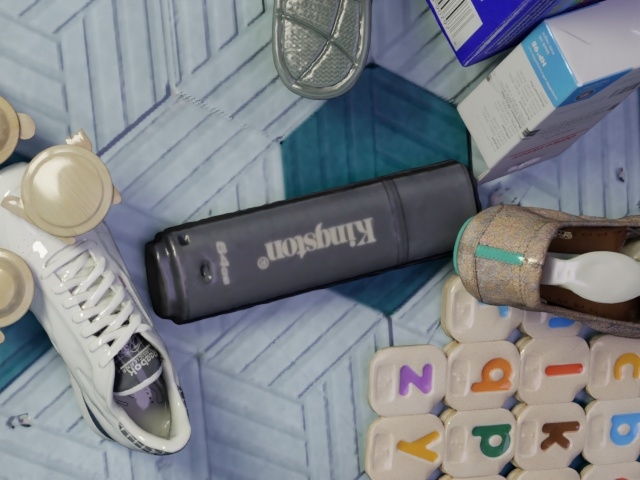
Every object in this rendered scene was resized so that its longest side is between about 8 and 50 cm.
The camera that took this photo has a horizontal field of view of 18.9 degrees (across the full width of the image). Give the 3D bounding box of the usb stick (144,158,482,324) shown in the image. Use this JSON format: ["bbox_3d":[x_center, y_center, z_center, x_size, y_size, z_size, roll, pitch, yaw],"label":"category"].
[{"bbox_3d":[0.000,0.000,1.463,0.278,0.045,0.077,-14,106,-24],"label":"usb stick"}]

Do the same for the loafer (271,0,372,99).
[{"bbox_3d":[0.011,-0.236,1.419,0.096,0.084,0.267,10,91,3],"label":"loafer"}]

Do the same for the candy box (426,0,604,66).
[{"bbox_3d":[0.252,-0.271,1.407,0.317,0.268,0.122,-23,83,-22],"label":"candy box"}]

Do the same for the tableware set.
[{"bbox_3d":[-0.231,-0.023,1.315,0.141,0.020,0.169,41,89,2],"label":"tableware set"}]

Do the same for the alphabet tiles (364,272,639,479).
[{"bbox_3d":[0.157,0.163,1.590,0.278,0.021,0.284,-3,101,-27],"label":"alphabet tiles"}]

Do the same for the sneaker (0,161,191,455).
[{"bbox_3d":[-0.159,0.048,1.362,0.090,0.095,0.235,-34,109,-14],"label":"sneaker"}]

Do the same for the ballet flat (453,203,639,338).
[{"bbox_3d":[0.248,0.031,1.535,0.316,0.106,0.108,2,95,-38],"label":"ballet flat"}]

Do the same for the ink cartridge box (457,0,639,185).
[{"bbox_3d":[0.179,-0.115,1.484,0.104,0.180,0.060,-20,77,-32],"label":"ink cartridge box"}]
